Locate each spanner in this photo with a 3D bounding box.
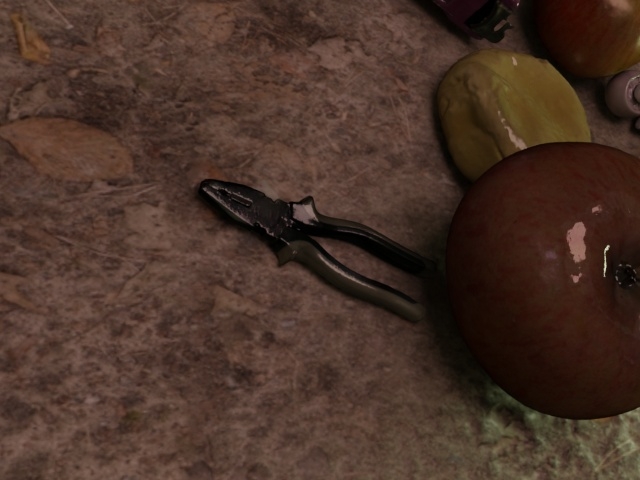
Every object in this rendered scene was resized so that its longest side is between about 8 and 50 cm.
[{"bbox_3d":[0.000,0.000,1.280,0.325,0.040,0.095,25,62,-17],"label":"spanner"}]

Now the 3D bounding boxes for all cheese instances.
[{"bbox_3d":[0.274,-0.164,1.439,0.214,0.117,0.225,-7,69,-35],"label":"cheese"}]

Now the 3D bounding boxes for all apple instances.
[{"bbox_3d":[0.311,0.049,1.249,0.345,0.269,0.344,0,93,-2],"label":"apple"},{"bbox_3d":[0.412,-0.343,1.546,0.210,0.164,0.209,13,61,-24],"label":"apple"}]

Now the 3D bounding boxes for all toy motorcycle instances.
[{"bbox_3d":[0.543,-0.214,1.611,0.254,0.112,0.112,-5,73,-27],"label":"toy motorcycle"}]

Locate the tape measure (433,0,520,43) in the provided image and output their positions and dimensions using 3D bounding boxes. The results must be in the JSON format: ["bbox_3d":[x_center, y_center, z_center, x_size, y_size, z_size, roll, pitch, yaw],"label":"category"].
[{"bbox_3d":[0.215,-0.437,1.491,0.245,0.149,0.231,33,61,-12],"label":"tape measure"}]
